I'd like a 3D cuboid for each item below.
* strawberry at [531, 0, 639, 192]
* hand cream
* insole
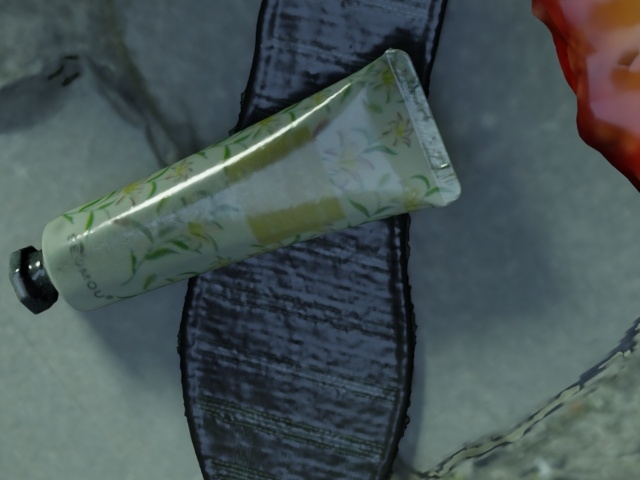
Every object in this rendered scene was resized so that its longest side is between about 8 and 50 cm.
[{"bbox_3d":[0.189,-0.141,0.500,0.265,0.149,0.336,-43,85,23],"label":"strawberry"},{"bbox_3d":[-0.041,-0.014,0.603,0.194,0.042,0.067,-21,92,17],"label":"hand cream"},{"bbox_3d":[0.000,0.000,0.626,0.110,0.012,0.309,13,107,6],"label":"insole"}]
